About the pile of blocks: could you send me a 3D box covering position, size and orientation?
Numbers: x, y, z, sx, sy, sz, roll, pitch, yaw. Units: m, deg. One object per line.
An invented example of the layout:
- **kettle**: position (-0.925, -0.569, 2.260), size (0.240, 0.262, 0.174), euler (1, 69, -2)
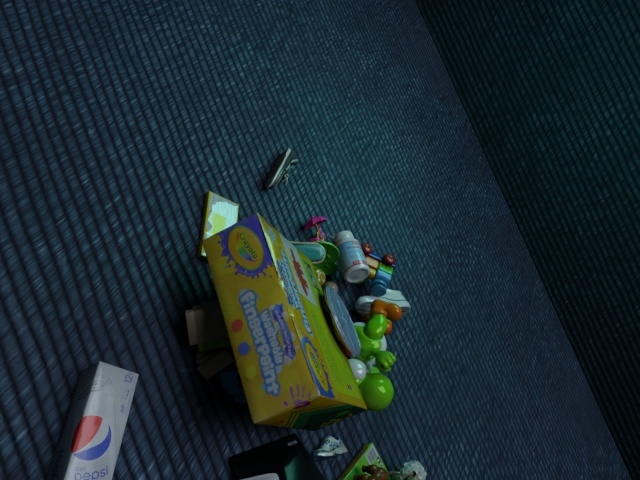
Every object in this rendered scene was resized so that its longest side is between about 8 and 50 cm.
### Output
- **pile of blocks**: position (-0.221, 0.293, 1.416), size (0.362, 0.148, 0.112), euler (60, -5, -18)

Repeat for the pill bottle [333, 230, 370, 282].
- **pill bottle**: position (0.095, 0.049, 1.811), size (0.087, 0.087, 0.160), euler (19, 40, -41)

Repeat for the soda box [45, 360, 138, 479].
- **soda box**: position (-0.447, 0.390, 1.094), size (0.091, 0.098, 0.286), euler (31, 49, -33)

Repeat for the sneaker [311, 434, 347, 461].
- **sneaker**: position (0.016, 0.569, 1.553), size (0.135, 0.052, 0.058), euler (14, 49, -52)

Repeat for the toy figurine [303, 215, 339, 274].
- **toy figurine**: position (0.000, 0.000, 1.815), size (0.173, 0.130, 0.159), euler (55, 24, -45)

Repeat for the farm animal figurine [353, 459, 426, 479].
- **farm animal figurine**: position (0.213, 0.778, 1.518), size (0.326, 0.172, 0.331), euler (19, 68, -49)

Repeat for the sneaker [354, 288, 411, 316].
- **sneaker**: position (0.200, 0.210, 1.936), size (0.258, 0.094, 0.091), euler (12, 37, -45)

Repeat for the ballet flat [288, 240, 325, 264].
- **ballet flat**: position (-0.110, 0.035, 1.671), size (0.248, 0.086, 0.086), euler (9, 59, -16)

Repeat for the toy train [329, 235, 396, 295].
- **toy train**: position (0.124, 0.084, 1.885), size (0.247, 0.105, 0.143), euler (25, 40, -5)

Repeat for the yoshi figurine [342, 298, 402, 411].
- **yoshi figurine**: position (0.167, 0.371, 1.714), size (0.204, 0.203, 0.362), euler (52, 46, -28)

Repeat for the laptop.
- **laptop**: position (-0.104, 0.653, 1.394), size (0.234, 0.136, 0.265), euler (-1, 95, -48)

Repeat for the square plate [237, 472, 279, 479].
- **square plate**: position (-0.213, 0.686, 1.158), size (0.347, 0.049, 0.344), euler (3, 68, -31)

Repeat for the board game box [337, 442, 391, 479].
- **board game box**: position (0.103, 0.698, 1.580), size (0.259, 0.039, 0.124), euler (-32, 95, -53)

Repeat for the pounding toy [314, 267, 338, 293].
- **pounding toy**: position (-0.023, 0.147, 1.690), size (0.236, 0.110, 0.183), euler (33, 48, -31)

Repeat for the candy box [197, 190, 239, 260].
- **candy box**: position (-0.282, -0.030, 1.568), size (0.105, 0.027, 0.206), euler (28, 51, -39)

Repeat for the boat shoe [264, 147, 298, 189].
- **boat shoe**: position (-0.118, -0.222, 1.822), size (0.065, 0.075, 0.206), euler (43, 38, -19)

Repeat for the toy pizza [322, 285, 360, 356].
- **toy pizza**: position (0.051, 0.215, 1.489), size (0.201, 0.032, 0.201), euler (62, 10, -19)

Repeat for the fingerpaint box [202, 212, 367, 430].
- **fingerpaint box**: position (-0.082, 0.212, 1.362), size (0.445, 0.163, 0.371), euler (68, 10, 26)
